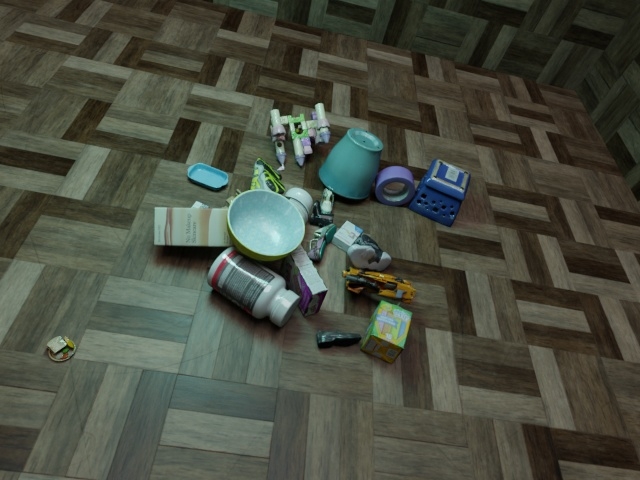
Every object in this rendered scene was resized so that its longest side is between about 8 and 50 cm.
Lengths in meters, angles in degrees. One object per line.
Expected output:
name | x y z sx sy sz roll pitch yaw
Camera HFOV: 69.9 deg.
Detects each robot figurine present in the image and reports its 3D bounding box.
robot figurine | 0.224 0.175 1.824 0.291 0.085 0.211 12 6 2

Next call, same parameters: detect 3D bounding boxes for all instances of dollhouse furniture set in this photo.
dollhouse furniture set | -0.384 -0.139 1.938 0.151 0.144 0.123 -35 61 -20

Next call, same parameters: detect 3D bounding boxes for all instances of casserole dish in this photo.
casserole dish | -0.511 -0.285 2.078 0.188 0.037 0.114 22 48 2

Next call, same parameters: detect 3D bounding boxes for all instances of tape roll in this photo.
tape roll | 0.356 -0.260 2.199 0.189 0.189 0.080 10 48 -8

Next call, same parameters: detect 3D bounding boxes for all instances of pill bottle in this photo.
pill bottle | -0.142 -0.090 1.934 0.162 0.162 0.278 24 48 5
pill bottle | -0.239 0.174 1.675 0.318 0.176 0.176 32 50 12

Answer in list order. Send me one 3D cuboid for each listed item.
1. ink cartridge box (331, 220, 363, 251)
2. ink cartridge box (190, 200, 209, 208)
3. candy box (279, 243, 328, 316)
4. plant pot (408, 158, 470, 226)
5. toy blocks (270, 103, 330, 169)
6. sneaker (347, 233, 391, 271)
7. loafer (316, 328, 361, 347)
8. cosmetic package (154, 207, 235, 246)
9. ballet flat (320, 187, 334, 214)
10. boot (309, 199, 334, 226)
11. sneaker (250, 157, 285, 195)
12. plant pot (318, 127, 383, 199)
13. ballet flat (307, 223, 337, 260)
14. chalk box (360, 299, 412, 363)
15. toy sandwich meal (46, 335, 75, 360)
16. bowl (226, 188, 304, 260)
ink cartridge box | 0.118 -0.017 2.018 0.088 0.052 0.122 32 51 11
ink cartridge box | -0.523 -0.110 1.932 0.063 0.029 0.115 22 48 3
candy box | -0.070 0.149 1.754 0.071 0.159 0.233 -14 55 -27
plant pot | 0.596 -0.247 2.241 0.236 0.212 0.236 25 49 7
toy blocks | -0.101 -0.493 2.284 0.289 0.309 0.260 -11 87 -10
sneaker | 0.174 0.041 1.915 0.269 0.101 0.153 19 23 -48
loafer | 0.068 0.353 1.689 0.170 0.062 0.061 1 46 -16
cosmetic package | -0.471 -0.052 1.762 0.296 0.129 0.153 0 92 -1
ballet flat | 0.029 -0.176 2.120 0.070 0.070 0.188 11 49 -7
boot | 0.011 -0.116 2.051 0.099 0.045 0.121 12 80 5
sneaker | -0.258 -0.252 2.020 0.145 0.147 0.384 37 15 -19
plant pot | 0.161 -0.377 2.163 0.272 0.255 0.271 16 37 -13
ballet flat | 0.000 0.000 1.966 0.079 0.077 0.221 10 46 19
chalk box | 0.254 0.322 1.719 0.132 0.132 0.213 22 47 3
toy sandwich meal | -0.828 0.343 1.463 0.086 0.029 0.085 8 49 -9
bowl | -0.218 -0.030 1.702 0.289 0.156 0.289 13 54 -18
